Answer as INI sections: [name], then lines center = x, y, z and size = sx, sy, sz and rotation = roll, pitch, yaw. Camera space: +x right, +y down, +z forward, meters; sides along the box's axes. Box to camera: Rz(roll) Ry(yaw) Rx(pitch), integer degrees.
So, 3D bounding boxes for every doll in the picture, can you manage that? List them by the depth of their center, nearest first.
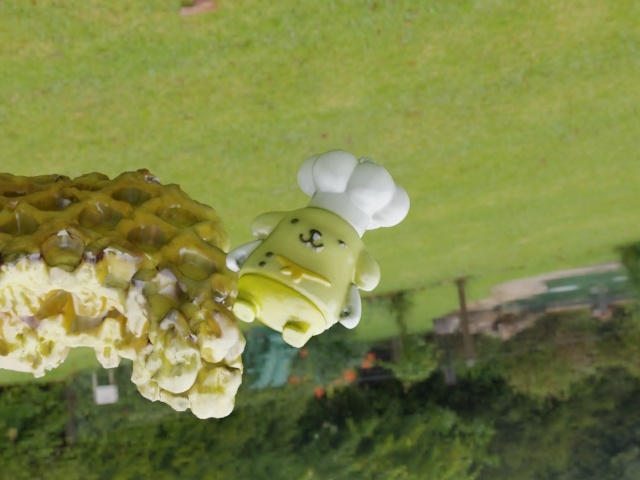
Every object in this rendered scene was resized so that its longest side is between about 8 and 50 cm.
[doll]
center = 0.000, 0.000, 0.752
size = 0.106, 0.162, 0.062
rotation = 26, 150, 10

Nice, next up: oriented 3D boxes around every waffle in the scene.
[waffle]
center = -0.224, 0.049, 0.867
size = 0.324, 0.261, 0.151
rotation = 0, 128, -17
